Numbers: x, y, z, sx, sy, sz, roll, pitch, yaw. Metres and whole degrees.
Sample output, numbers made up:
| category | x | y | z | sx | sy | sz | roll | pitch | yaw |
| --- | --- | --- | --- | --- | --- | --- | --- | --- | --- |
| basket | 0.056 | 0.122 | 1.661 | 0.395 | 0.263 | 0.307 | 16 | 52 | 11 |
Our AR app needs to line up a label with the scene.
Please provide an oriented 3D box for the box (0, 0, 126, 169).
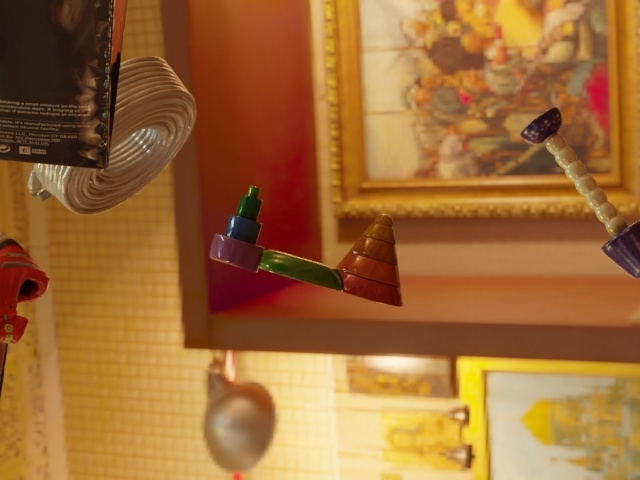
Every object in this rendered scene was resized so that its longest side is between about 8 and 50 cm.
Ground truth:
| category | x | y | z | sx | sy | sz | roll | pitch | yaw |
| --- | --- | --- | --- | --- | --- | --- | --- | --- | --- |
| box | -0.266 | -0.299 | 1.126 | 0.312 | 0.179 | 0.343 | 109 | 164 | -53 |

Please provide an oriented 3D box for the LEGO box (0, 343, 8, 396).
| category | x | y | z | sx | sy | sz | roll | pitch | yaw |
| --- | --- | --- | --- | --- | --- | --- | --- | --- | --- |
| LEGO box | -0.709 | 0.156 | 1.486 | 0.372 | 0.500 | 0.193 | 26 | -110 | -73 |

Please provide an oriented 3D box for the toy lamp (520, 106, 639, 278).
| category | x | y | z | sx | sy | sz | roll | pitch | yaw |
| --- | --- | --- | --- | --- | --- | --- | --- | --- | --- |
| toy lamp | 0.399 | -0.066 | 1.760 | 0.274 | 0.080 | 0.080 | 54 | -158 | 14 |

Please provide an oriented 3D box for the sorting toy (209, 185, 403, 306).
| category | x | y | z | sx | sy | sz | roll | pitch | yaw |
| --- | --- | --- | --- | --- | --- | --- | --- | --- | --- |
| sorting toy | 0.000 | 0.000 | 1.628 | 0.366 | 0.127 | 0.126 | 17 | -91 | -49 |

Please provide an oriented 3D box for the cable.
| category | x | y | z | sx | sy | sz | roll | pitch | yaw |
| --- | --- | --- | --- | --- | --- | --- | --- | --- | --- |
| cable | -0.298 | -0.151 | 1.758 | 0.257 | 0.089 | 0.257 | -32 | -18 | -29 |

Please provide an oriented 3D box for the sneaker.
| category | x | y | z | sx | sy | sz | roll | pitch | yaw |
| --- | --- | --- | --- | --- | --- | --- | --- | --- | --- |
| sneaker | -0.396 | 0.082 | 1.369 | 0.118 | 0.107 | 0.279 | 37 | -147 | -2 |
